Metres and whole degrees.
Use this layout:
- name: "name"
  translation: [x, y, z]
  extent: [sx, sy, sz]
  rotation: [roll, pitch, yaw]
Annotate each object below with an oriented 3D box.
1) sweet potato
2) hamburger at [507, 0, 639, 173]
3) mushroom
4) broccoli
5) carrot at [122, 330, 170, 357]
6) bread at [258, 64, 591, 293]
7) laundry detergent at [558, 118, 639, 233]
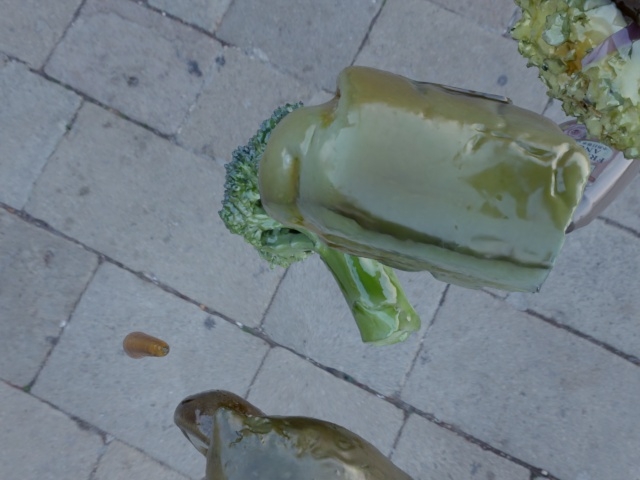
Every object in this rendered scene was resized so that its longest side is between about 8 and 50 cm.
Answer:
- name: "sweet potato"
  translation: [0.074, 0.262, 0.544]
  extent: [0.422, 0.130, 0.131]
  rotation: [34, 80, -17]
- name: "hamburger"
  translation: [0.235, -0.130, 0.408]
  extent: [0.261, 0.139, 0.243]
  rotation: [18, 48, -15]
- name: "mushroom"
  translation: [-0.157, 0.340, 1.167]
  extent: [0.138, 0.231, 0.194]
  rotation: [-39, 59, -20]
- name: "broccoli"
  translation: [0.004, -0.009, 1.098]
  extent: [0.275, 0.353, 0.397]
  rotation: [-40, 96, 14]
- name: "carrot"
  translation: [-0.361, 0.213, 1.320]
  extent: [0.062, 0.271, 0.066]
  rotation: [-33, 94, -24]
- name: "bread"
  translation: [0.104, -0.073, 0.732]
  extent: [0.341, 0.300, 0.210]
  rotation: [15, 83, 14]
- name: "laundry detergent"
  translation: [0.366, -0.094, 1.006]
  extent: [0.237, 0.076, 0.171]
  rotation: [-40, 46, -20]
